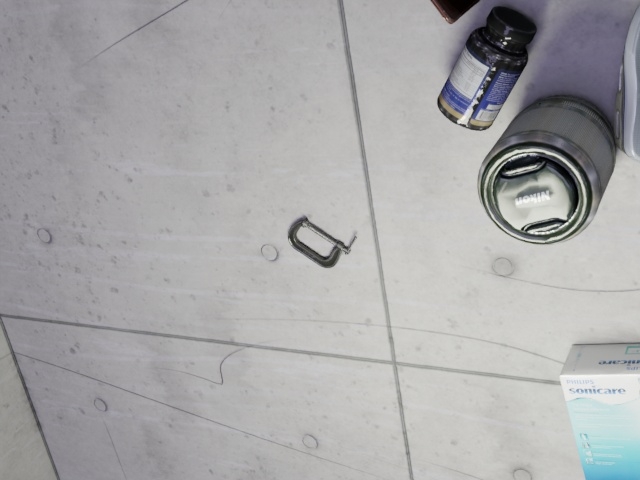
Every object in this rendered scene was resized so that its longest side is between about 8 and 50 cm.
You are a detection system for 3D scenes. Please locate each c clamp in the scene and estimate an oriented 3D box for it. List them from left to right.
[{"bbox_3d":[0.000,0.000,2.164,0.160,0.022,0.137,29,132,9],"label":"c clamp"}]

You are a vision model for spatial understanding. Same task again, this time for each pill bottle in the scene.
[{"bbox_3d":[0.321,-0.329,1.737,0.123,0.123,0.219,32,127,8],"label":"pill bottle"}]

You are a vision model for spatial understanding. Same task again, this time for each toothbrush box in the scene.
[{"bbox_3d":[0.662,0.377,1.959,0.216,0.126,0.295,-7,114,32],"label":"toothbrush box"}]

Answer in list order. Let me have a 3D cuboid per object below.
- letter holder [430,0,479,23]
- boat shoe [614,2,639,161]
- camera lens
[{"bbox_3d":[0.225,-0.562,1.595,0.152,0.214,0.302,-29,101,37],"label":"letter holder"},{"bbox_3d":[0.575,-0.294,1.629,0.109,0.094,0.302,1,103,-15],"label":"boat shoe"},{"bbox_3d":[0.428,-0.135,1.695,0.219,0.274,0.219,13,122,21],"label":"camera lens"}]
